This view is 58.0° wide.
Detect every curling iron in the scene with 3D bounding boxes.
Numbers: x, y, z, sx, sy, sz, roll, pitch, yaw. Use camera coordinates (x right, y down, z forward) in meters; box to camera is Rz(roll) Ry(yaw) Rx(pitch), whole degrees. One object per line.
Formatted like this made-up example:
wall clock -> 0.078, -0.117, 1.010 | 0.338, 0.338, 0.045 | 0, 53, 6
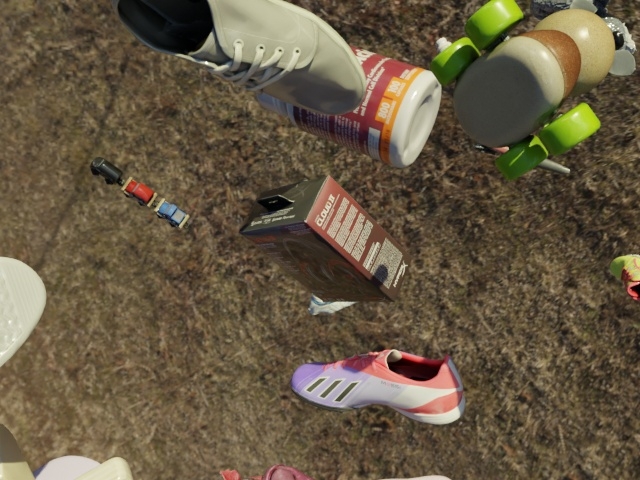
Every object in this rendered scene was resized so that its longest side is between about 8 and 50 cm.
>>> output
curling iron -> 0.475, -0.198, 1.352 | 0.068, 0.273, 0.035 | -122, 46, -65

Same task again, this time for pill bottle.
pill bottle -> 0.335, -0.491, 1.520 | 0.043, 0.043, 0.083 | -39, 68, 41
pill bottle -> 0.060, -0.337, 1.349 | 0.391, 0.224, 0.224 | 24, 118, 20

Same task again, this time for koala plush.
koala plush -> 0.540, -0.430, 1.154 | 0.221, 0.196, 0.203 | 50, 180, -27

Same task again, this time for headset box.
headset box -> 0.000, 0.000, 1.125 | 0.218, 0.110, 0.293 | -6, 140, 49

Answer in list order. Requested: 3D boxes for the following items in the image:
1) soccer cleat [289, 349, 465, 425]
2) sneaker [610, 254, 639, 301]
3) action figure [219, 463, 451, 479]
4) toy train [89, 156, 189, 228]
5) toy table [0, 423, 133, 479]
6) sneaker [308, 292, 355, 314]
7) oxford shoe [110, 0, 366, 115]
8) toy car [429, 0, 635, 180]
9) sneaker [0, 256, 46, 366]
soccer cleat -> 0.087, 0.233, 0.997 | 0.318, 0.109, 0.117 | 1, 120, 27
sneaker -> 0.752, 0.095, 1.365 | 0.208, 0.094, 0.082 | -127, 29, -64
action figure -> 0.011, 0.422, 0.905 | 0.369, 0.276, 0.248 | 19, 142, 15
toy train -> -0.252, -0.067, 0.815 | 0.158, 0.027, 0.036 | 35, 154, -13
toy table -> -0.290, 0.323, 0.590 | 0.274, 0.252, 0.161 | 38, 155, 38
sneaker -> 0.042, 0.157, 1.528 | 0.071, 0.190, 0.083 | 51, 129, 38
oxford shoe -> -0.105, -0.271, 0.805 | 0.169, 0.449, 0.130 | -27, 55, 34
toy car -> 0.244, -0.184, 0.607 | 0.155, 0.188, 0.149 | 56, 160, 1
sneaker -> -0.344, 0.101, 0.442 | 0.151, 0.256, 0.094 | -8, 119, 52
